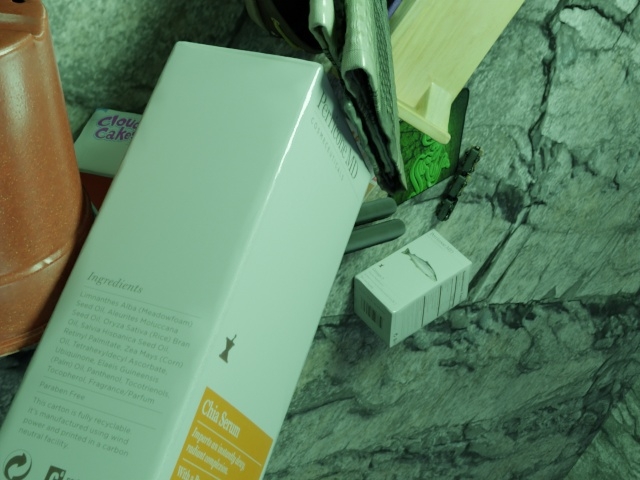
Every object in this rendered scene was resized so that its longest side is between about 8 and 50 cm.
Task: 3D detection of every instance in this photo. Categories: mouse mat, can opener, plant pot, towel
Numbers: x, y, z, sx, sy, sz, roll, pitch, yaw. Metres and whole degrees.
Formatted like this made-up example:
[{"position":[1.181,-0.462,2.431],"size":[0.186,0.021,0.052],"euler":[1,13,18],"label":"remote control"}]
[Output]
[{"position":[0.171,-0.145,1.610],"size":[0.152,0.007,0.189],"euler":[-29,145,-25],"label":"mouse mat"},{"position":[0.000,0.000,1.538],"size":[0.283,0.076,0.095],"euler":[-15,169,-40],"label":"can opener"},{"position":[-0.333,-0.077,0.898],"size":[0.272,0.272,0.265],"euler":[-23,133,-32],"label":"plant pot"},{"position":[0.036,-0.242,1.083],"size":[0.056,0.324,0.312],"euler":[-8,158,9],"label":"towel"}]

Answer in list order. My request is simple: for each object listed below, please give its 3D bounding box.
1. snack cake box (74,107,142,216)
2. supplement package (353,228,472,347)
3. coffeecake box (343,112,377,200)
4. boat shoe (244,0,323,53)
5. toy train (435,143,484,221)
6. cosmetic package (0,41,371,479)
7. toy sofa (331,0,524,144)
[{"position":[-0.171,-0.032,1.194],"size":[0.264,0.152,0.089],"euler":[70,38,-55],"label":"snack cake box"},{"position":[0.158,0.081,1.753],"size":[0.179,0.105,0.105],"euler":[-31,145,-23],"label":"supplement package"},{"position":[0.007,-0.107,1.405],"size":[0.142,0.068,0.185],"euler":[-52,147,9],"label":"coffeecake box"},{"position":[-0.048,-0.328,1.071],"size":[0.116,0.097,0.324],"euler":[-38,147,-13],"label":"boat shoe"},{"position":[0.237,-0.098,1.711],"size":[0.036,0.027,0.158],"euler":[-36,156,-50],"label":"toy train"},{"position":[-0.114,0.067,0.967],"size":[0.230,0.161,0.453],"euler":[57,49,-61],"label":"cosmetic package"},{"position":[0.176,-0.325,1.314],"size":[0.150,0.177,0.362],"euler":[27,106,-31],"label":"toy sofa"}]
